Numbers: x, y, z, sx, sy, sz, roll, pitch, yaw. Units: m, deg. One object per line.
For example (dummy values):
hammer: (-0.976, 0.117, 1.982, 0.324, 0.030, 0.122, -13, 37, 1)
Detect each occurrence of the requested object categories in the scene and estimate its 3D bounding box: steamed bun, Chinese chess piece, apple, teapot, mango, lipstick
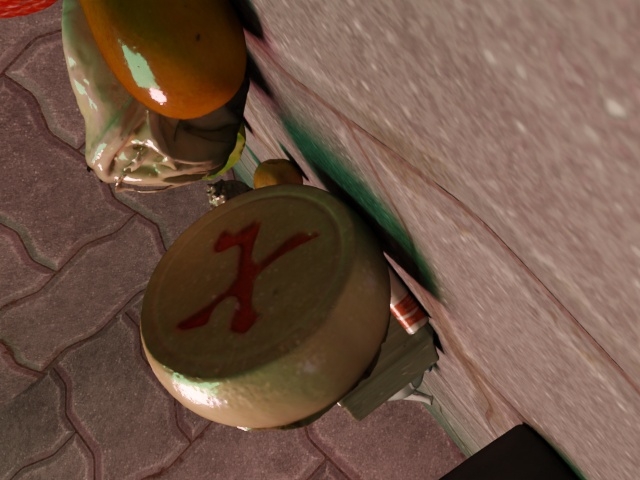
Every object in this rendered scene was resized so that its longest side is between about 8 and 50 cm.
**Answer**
steamed bun: (-0.196, -0.210, 0.939, 0.268, 0.207, 0.280, -105, 8, -79)
Chinese chess piece: (-0.071, 0.080, 0.956, 0.338, 0.338, 0.140, 48, 173, 46)
apple: (-0.071, -0.101, 1.217, 0.084, 0.084, 0.071, -136, 26, -64)
teapot: (0.154, 0.248, 1.463, 0.159, 0.159, 0.232, 47, 163, 55)
mango: (-0.171, -0.239, 0.741, 0.254, 0.139, 0.175, 60, 164, 10)
lipstick: (0.104, 0.074, 1.052, 0.131, 0.038, 0.038, 52, 176, -4)

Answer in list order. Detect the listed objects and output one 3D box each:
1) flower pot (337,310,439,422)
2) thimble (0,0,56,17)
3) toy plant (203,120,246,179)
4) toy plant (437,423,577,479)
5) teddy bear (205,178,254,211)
flower pot: (0.060, 0.156, 1.202, 0.209, 0.189, 0.239, 51, 176, 28)
thimble: (-0.570, -0.545, 1.187, 0.350, 0.350, 0.230, 53, 177, -12)
toy plant: (-0.293, -0.292, 1.508, 0.224, 0.184, 0.316, 18, -142, -58)
toy plant: (0.160, 0.426, 0.926, 0.279, 0.400, 0.185, 51, 178, 13)
teddy bear: (-0.160, -0.003, 1.869, 0.368, 0.224, 0.357, 66, -162, -14)
